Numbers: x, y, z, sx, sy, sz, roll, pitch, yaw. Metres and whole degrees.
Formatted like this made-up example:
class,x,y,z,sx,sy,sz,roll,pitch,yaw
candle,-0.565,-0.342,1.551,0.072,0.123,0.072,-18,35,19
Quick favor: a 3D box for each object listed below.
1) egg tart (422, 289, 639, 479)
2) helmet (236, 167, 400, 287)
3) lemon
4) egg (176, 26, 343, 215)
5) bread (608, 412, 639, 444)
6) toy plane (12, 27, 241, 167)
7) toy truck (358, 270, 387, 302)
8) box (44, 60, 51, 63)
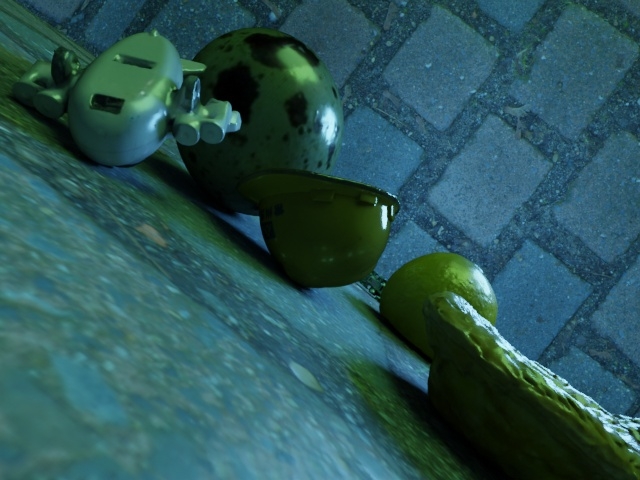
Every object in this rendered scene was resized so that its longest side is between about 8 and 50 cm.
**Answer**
class,x,y,z,sx,sy,sz,roll,pitch,yaw
egg tart,0.229,0.197,0.520,0.319,0.128,0.319,38,6,-4
helmet,0.000,0.000,0.645,0.256,0.140,0.205,10,-14,-36
lemon,0.262,0.133,0.932,0.240,0.219,0.240,41,1,0
egg,-0.104,-0.185,0.767,0.287,0.287,0.379,39,-21,15
bread,0.544,0.376,0.779,0.229,0.123,0.230,7,-17,2
toy plane,-0.216,-0.167,0.518,0.244,0.117,0.245,10,45,-10
toy truck,0.151,0.117,1.268,0.175,0.067,0.081,39,3,24
box,-0.407,-0.250,0.757,0.155,0.023,0.087,35,7,-30
